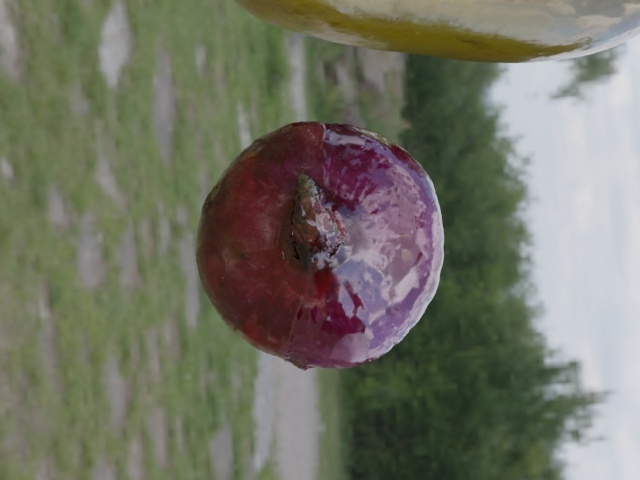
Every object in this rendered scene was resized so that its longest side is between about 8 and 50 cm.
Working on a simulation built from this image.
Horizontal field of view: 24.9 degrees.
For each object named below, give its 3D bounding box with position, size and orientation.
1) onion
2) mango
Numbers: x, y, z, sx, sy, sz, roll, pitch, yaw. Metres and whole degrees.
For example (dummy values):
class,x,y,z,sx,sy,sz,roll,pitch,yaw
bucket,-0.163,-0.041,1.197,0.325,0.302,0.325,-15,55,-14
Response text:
class,x,y,z,sx,sy,sz,roll,pitch,yaw
onion,0.000,0.000,0.610,0.097,0.107,0.107,51,34,-73
mango,0.079,-0.185,0.835,0.211,0.317,0.173,-163,-113,-67
